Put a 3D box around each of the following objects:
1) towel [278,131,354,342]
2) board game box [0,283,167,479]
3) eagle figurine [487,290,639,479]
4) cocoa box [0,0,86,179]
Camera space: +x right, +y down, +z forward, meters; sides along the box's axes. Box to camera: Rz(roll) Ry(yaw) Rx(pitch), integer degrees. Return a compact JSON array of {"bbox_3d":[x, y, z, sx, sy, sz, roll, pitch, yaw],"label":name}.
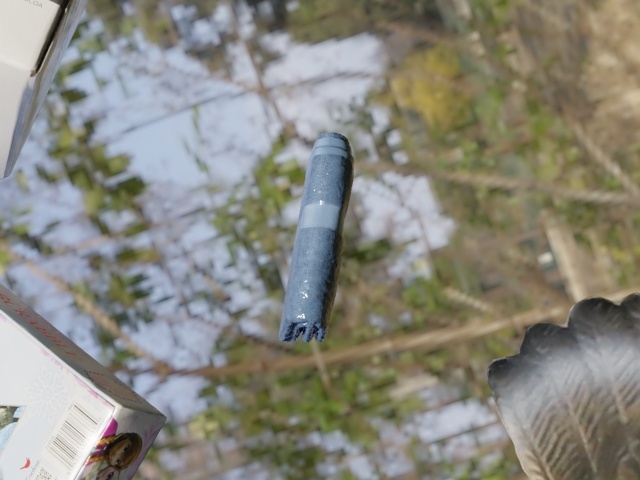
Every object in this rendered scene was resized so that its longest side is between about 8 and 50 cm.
[{"bbox_3d":[0.000,0.000,1.043,0.067,0.029,0.119,111,169,-75],"label":"towel"},{"bbox_3d":[-0.314,0.188,1.381,0.318,0.318,0.066,35,-174,34],"label":"board game box"},{"bbox_3d":[0.089,0.178,0.572,0.298,0.226,0.225,-65,-35,-64],"label":"eagle figurine"},{"bbox_3d":[-0.356,-0.246,1.400,0.231,0.347,0.228,127,164,-65],"label":"cocoa box"}]
